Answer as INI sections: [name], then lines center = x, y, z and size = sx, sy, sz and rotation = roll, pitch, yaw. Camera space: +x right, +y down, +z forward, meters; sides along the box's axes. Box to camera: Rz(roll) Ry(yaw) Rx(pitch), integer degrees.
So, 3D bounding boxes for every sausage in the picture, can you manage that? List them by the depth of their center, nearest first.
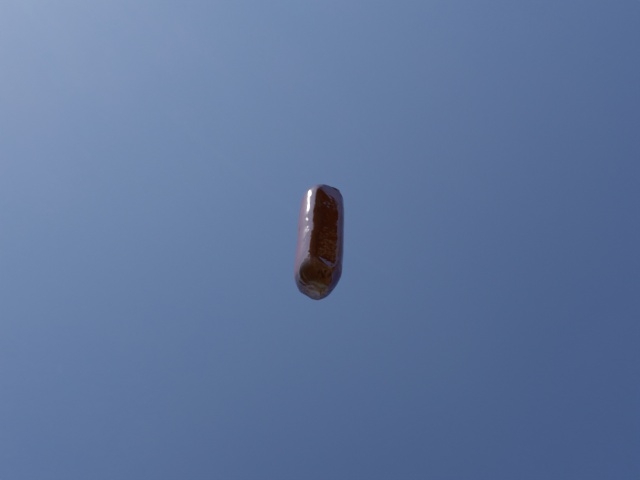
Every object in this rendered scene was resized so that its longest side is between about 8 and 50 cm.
[sausage]
center = 0.000, 0.000, 0.642
size = 0.041, 0.131, 0.039
rotation = 24, -56, -15
